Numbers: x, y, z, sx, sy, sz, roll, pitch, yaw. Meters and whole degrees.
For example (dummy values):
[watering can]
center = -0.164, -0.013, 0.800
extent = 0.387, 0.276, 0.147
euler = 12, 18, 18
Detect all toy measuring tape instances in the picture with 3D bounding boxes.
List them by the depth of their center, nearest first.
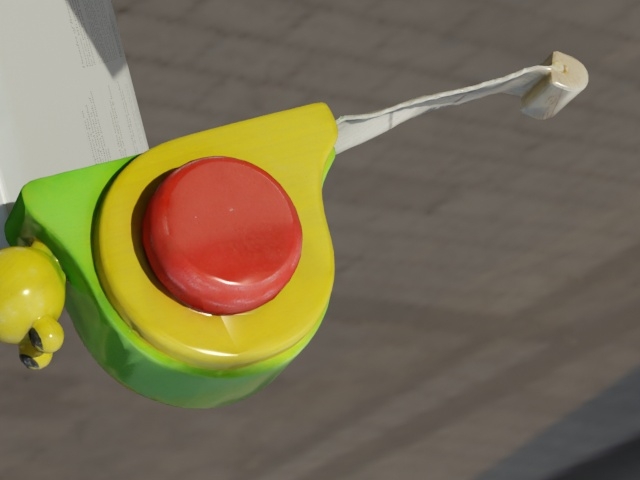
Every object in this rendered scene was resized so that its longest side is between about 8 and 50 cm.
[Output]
[toy measuring tape]
center = 0.000, 0.000, 0.831
extent = 0.330, 0.121, 0.121
euler = -16, 161, -27

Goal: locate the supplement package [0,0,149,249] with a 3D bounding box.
[supplement package]
center = -0.227, -0.061, 0.979
extent = 0.198, 0.199, 0.262
euler = -12, -172, 11
